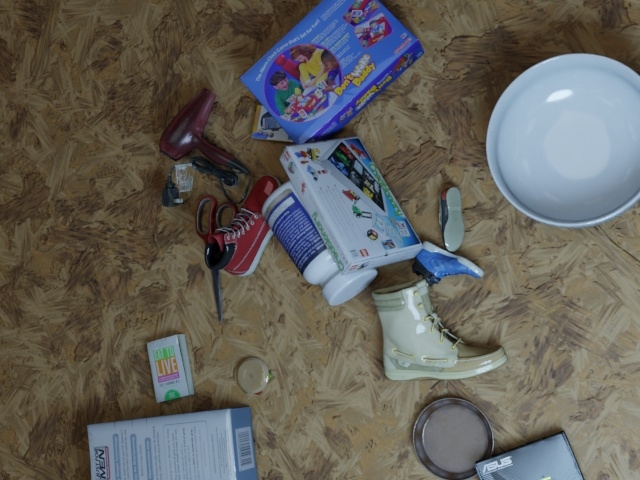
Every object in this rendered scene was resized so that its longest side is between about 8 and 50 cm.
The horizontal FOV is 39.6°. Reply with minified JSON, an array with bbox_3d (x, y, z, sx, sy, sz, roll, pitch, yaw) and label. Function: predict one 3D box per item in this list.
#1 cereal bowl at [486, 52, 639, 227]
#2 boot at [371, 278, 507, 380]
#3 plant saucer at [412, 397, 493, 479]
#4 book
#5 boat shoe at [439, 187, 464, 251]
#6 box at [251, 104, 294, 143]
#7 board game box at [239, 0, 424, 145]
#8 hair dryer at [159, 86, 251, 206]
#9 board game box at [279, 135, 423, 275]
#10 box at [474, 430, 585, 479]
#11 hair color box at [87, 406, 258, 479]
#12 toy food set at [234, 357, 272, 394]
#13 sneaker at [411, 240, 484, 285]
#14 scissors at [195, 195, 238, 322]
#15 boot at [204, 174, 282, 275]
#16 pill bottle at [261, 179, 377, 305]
[{"bbox_3d":[0.504,-0.186,1.751,0.339,0.141,0.338,-3,83,22],"label":"cereal bowl"},{"bbox_3d":[0.239,0.177,1.816,0.262,0.095,0.203,-8,96,27],"label":"boot"},{"bbox_3d":[0.274,0.408,1.828,0.169,0.029,0.168,-2,83,21],"label":"plant saucer"},{"bbox_3d":[-0.354,0.302,2.095,0.096,0.035,0.144,-17,79,23],"label":"book"},{"bbox_3d":[0.272,-0.044,1.880,0.043,0.049,0.136,-11,79,63],"label":"boat shoe"},{"bbox_3d":[-0.089,-0.268,2.060,0.136,0.028,0.081,8,86,24],"label":"box"},{"bbox_3d":[0.023,-0.391,1.986,0.347,0.078,0.233,-42,70,7],"label":"board game box"},{"bbox_3d":[-0.275,-0.220,2.114,0.224,0.080,0.293,-6,83,8],"label":"hair dryer"},{"bbox_3d":[0.064,-0.081,1.876,0.305,0.193,0.053,62,143,23],"label":"board game box"},{"bbox_3d":[0.423,0.490,1.736,0.191,0.045,0.184,-22,83,12],"label":"box"},{"bbox_3d":[-0.338,0.490,2.018,0.375,0.114,0.185,-10,79,20],"label":"hair color box"},{"bbox_3d":[-0.153,0.308,2.016,0.083,0.020,0.082,-44,70,11],"label":"toy food set"},{"bbox_3d":[0.262,0.067,1.858,0.152,0.058,0.084,26,87,27],"label":"sneaker"},{"bbox_3d":[-0.257,0.042,2.095,0.109,0.021,0.296,5,86,20],"label":"scissors"},{"bbox_3d":[-0.173,-0.042,1.985,0.088,0.176,0.244,22,90,24],"label":"boot"},{"bbox_3d":[0.000,0.000,1.922,0.153,0.153,0.264,-39,71,13],"label":"pill bottle"}]
